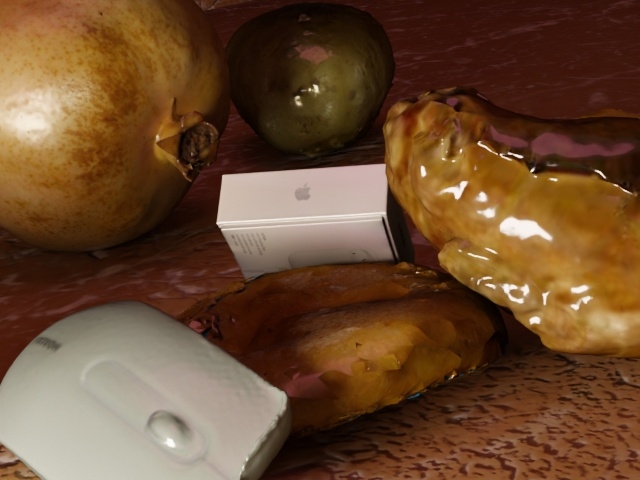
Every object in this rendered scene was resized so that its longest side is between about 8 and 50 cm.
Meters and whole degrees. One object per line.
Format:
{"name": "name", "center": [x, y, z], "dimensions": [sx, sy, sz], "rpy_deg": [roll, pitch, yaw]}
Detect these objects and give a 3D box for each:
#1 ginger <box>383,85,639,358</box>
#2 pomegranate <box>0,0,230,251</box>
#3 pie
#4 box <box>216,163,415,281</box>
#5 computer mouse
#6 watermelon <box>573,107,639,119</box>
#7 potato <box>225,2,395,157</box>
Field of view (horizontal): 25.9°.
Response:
{"name": "ginger", "center": [0.190, -0.010, 0.918], "dimensions": [0.321, 0.165, 0.172], "rpy_deg": [17, 43, 0]}
{"name": "pomegranate", "center": [-0.229, -0.129, 1.346], "dimensions": [0.319, 0.319, 0.319], "rpy_deg": [-6, 16, 2]}
{"name": "pie", "center": [-0.002, 0.071, 0.952], "dimensions": [0.273, 0.069, 0.273], "rpy_deg": [-8, 12, 2]}
{"name": "box", "center": [0.000, 0.000, 1.085], "dimensions": [0.129, 0.130, 0.051], "rpy_deg": [-4, 58, 12]}
{"name": "computer mouse", "center": [-0.118, 0.100, 0.824], "dimensions": [0.231, 0.079, 0.128], "rpy_deg": [15, 56, 49]}
{"name": "watermelon", "center": [0.216, -0.033, 1.100], "dimensions": [0.204, 0.127, 0.232], "rpy_deg": [-1, 13, 31]}
{"name": "potato", "center": [-0.011, -0.194, 1.666], "dimensions": [0.210, 0.173, 0.307], "rpy_deg": [-6, 18, -3]}
